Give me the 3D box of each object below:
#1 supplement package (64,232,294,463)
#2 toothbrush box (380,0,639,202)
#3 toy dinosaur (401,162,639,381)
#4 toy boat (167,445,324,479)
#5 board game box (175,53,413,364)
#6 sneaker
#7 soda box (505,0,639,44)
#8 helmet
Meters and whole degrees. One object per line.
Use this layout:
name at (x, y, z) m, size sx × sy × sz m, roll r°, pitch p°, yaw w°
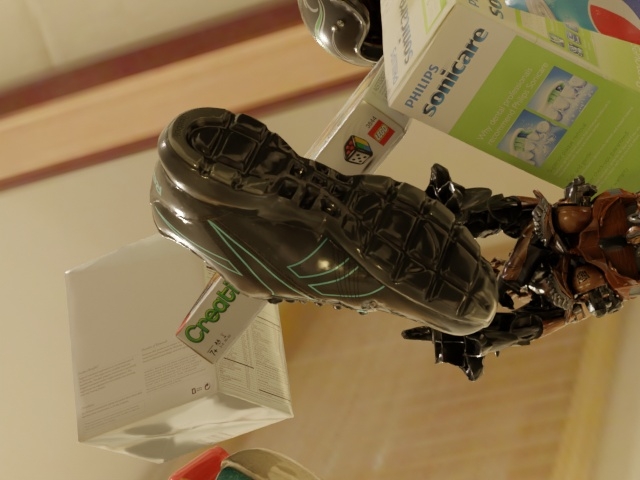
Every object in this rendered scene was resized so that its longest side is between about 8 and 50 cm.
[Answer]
supplement package at (-0.158, 0.115, 1.899) m, size 0.149 × 0.194 × 0.203 m, roll 27°, pitch -131°, yaw -53°
toothbrush box at (0.204, -0.156, 1.526) m, size 0.283 × 0.122 × 0.206 m, roll 23°, pitch -148°, yaw -15°
toy dinosaur at (0.185, 0.029, 1.412) m, size 0.218 × 0.322 × 0.164 m, roll -7°, pitch -118°, yaw -28°
toy boat at (-0.084, 0.337, 1.920) m, size 0.148 × 0.318 × 0.267 m, roll -38°, pitch -54°, yaw -25°
board game box at (-0.010, -0.040, 1.602) m, size 0.053 × 0.305 × 0.193 m, roll 37°, pitch -154°, yaw -4°
sneaker at (0.000, 0.000, 1.229) m, size 0.267 × 0.106 × 0.101 m, roll 28°, pitch -137°, yaw -1°
soda box at (0.228, -0.183, 1.196) m, size 0.071 × 0.210 × 0.067 m, roll -48°, pitch -39°, yaw -27°
helmet at (0.055, -0.296, 2.123) m, size 0.161 × 0.169 × 0.169 m, roll 67°, pitch -160°, yaw -56°
